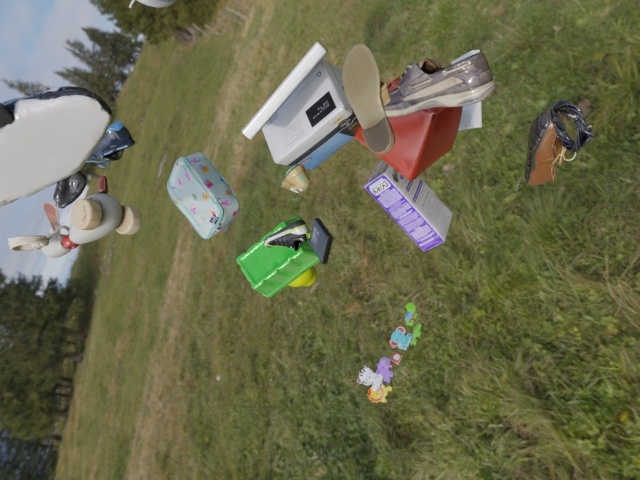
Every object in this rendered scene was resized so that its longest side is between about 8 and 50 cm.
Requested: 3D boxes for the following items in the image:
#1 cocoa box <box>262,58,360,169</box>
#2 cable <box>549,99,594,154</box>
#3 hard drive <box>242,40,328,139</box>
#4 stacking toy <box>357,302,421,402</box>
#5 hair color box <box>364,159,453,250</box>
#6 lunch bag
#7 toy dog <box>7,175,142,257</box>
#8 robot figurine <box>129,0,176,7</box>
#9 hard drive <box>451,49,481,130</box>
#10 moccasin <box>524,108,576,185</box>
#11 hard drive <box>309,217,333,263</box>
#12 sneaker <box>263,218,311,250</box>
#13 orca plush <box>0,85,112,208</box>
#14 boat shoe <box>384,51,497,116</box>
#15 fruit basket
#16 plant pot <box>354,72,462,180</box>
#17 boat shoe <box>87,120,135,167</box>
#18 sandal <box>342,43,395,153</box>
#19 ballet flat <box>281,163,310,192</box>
[{"bbox_3d":[-0.019,-0.457,1.687,0.347,0.228,0.231,-32,72,33],"label":"cocoa box"},{"bbox_3d":[0.718,-0.327,1.311,0.047,0.184,0.150,-35,75,8],"label":"cable"},{"bbox_3d":[-0.111,-0.491,1.465,0.353,0.047,0.233,-45,16,19],"label":"hard drive"},{"bbox_3d":[0.164,0.257,1.026,0.052,0.167,0.221,25,71,26],"label":"stacking toy"},{"bbox_3d":[0.331,-0.146,1.660,0.110,0.339,0.185,-32,18,41],"label":"hair color box"},{"bbox_3d":[-0.420,-0.148,1.599,0.108,0.279,0.224,-30,-10,-46],"label":"lunch bag"},{"bbox_3d":[-0.666,-0.069,1.252,0.220,0.334,0.161,50,-153,-74],"label":"toy dog"},{"bbox_3d":[-0.427,-0.780,1.218,0.353,0.200,0.300,-21,49,39],"label":"robot figurine"},{"bbox_3d":[0.628,-0.634,1.944,0.203,0.040,0.307,-138,43,-78],"label":"hard drive"},{"bbox_3d":[0.829,-0.326,1.626,0.147,0.380,0.139,-2,57,19],"label":"moccasin"},{"bbox_3d":[0.000,0.000,1.408,0.135,0.022,0.094,-123,41,-57],"label":"hard drive"},{"bbox_3d":[-0.123,0.003,1.658,0.235,0.084,0.097,-26,91,47],"label":"sneaker"},{"bbox_3d":[-0.383,-0.094,0.551,0.287,0.151,0.102,-48,50,11],"label":"orca plush"},{"bbox_3d":[0.281,-0.418,1.197,0.355,0.130,0.132,0,27,35],"label":"boat shoe"},{"bbox_3d":[-0.158,0.093,2.123,0.283,0.392,0.392,56,130,14],"label":"fruit basket"},{"bbox_3d":[0.313,-0.413,1.496,0.267,0.267,0.235,-39,-19,-30],"label":"plant pot"},{"bbox_3d":[-0.650,-0.273,1.371,0.258,0.089,0.109,-8,41,49],"label":"boat shoe"},{"bbox_3d":[0.117,-0.301,0.988,0.088,0.079,0.240,-18,83,32],"label":"sandal"},{"bbox_3d":[-0.072,-0.172,1.333,0.080,0.073,0.232,-41,6,-2],"label":"ballet flat"}]
